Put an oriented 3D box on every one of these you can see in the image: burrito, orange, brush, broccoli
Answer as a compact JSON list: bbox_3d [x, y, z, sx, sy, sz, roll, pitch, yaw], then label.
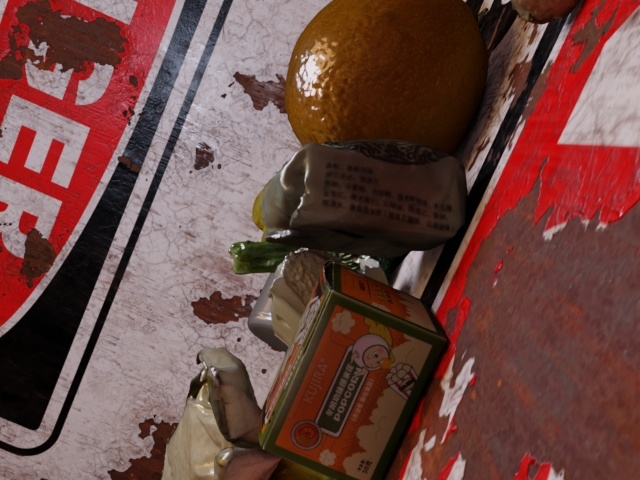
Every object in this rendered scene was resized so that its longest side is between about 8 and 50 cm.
[{"bbox_3d":[-0.128,0.289,0.978,0.332,0.135,0.190,117,154,-46],"label":"burrito"},{"bbox_3d":[0.111,-0.259,1.159,0.357,0.322,0.322,-56,0,-16],"label":"orange"},{"bbox_3d":[0.323,-0.471,1.607,0.248,0.036,0.043,-135,59,-86],"label":"brush"},{"bbox_3d":[-0.015,0.029,1.294,0.146,0.303,0.165,81,-170,-56],"label":"broccoli"}]

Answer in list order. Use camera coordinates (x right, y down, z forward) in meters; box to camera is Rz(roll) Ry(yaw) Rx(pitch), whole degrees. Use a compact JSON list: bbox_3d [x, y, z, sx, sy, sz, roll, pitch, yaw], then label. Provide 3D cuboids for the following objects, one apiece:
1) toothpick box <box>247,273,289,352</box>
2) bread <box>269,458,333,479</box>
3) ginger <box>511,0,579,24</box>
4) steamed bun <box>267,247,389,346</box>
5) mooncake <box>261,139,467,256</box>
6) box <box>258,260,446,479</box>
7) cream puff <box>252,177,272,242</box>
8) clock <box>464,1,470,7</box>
[{"bbox_3d":[-0.046,0.128,1.883,0.229,0.228,0.317,119,175,-66],"label":"toothpick box"},{"bbox_3d":[-0.037,0.357,1.064,0.245,0.094,0.102,-85,15,-77],"label":"bread"},{"bbox_3d":[0.283,-0.341,0.805,0.204,0.080,0.104,-64,-11,2],"label":"ginger"},{"bbox_3d":[0.015,0.103,1.146,0.170,0.200,0.225,-54,-3,-23],"label":"steamed bun"},{"bbox_3d":[0.050,-0.058,0.982,0.250,0.254,0.136,156,121,-73],"label":"mooncake"},{"bbox_3d":[0.032,0.149,0.842,0.177,0.148,0.195,-75,9,-81],"label":"box"},{"bbox_3d":[0.000,0.001,1.586,0.324,0.290,0.257,-123,30,-55],"label":"cream puff"},{"bbox_3d":[0.250,-0.385,1.593,0.312,0.061,0.313,-165,90,-85],"label":"clock"}]
